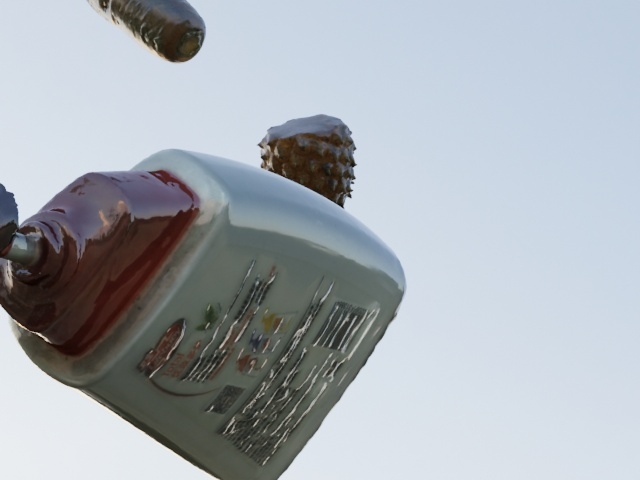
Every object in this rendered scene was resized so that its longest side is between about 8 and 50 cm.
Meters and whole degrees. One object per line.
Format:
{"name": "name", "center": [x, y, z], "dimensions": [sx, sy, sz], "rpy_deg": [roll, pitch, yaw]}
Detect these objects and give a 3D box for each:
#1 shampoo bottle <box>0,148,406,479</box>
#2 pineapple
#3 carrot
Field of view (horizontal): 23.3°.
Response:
{"name": "shampoo bottle", "center": [-0.073, 0.028, 0.662], "dimensions": [0.153, 0.071, 0.284], "rpy_deg": [-54, -32, 6]}
{"name": "pineapple", "center": [0.000, 0.000, 1.798], "dimensions": [0.119, 0.130, 0.277], "rpy_deg": [-16, -69, -24]}
{"name": "carrot", "center": [-0.219, -0.272, 1.523], "dimensions": [0.070, 0.342, 0.070], "rpy_deg": [-24, -44, -25]}
